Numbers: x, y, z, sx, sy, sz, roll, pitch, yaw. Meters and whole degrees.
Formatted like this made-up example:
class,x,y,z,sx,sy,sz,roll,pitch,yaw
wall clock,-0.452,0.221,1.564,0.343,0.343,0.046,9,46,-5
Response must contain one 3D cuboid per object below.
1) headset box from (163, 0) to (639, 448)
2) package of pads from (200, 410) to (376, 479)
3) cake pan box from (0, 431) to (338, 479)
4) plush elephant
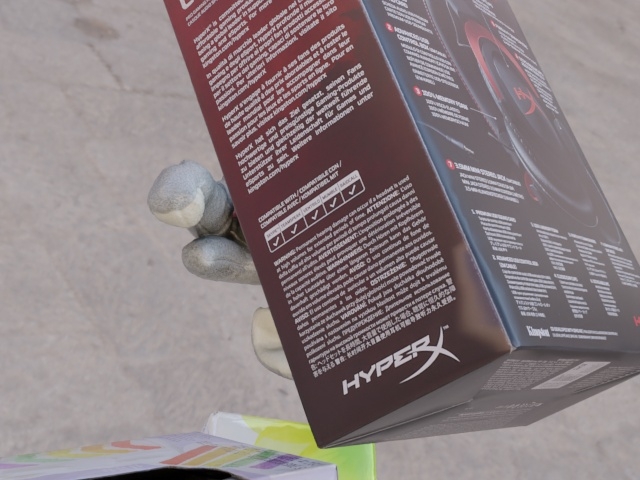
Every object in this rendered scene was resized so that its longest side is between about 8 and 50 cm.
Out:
class,x,y,z,sx,sy,sz,roll,pitch,yaw
headset box,0.051,-0.051,0.543,0.218,0.110,0.293,9,55,-54
package of pads,-0.046,0.359,1.209,0.229,0.101,0.296,11,50,-17
cake pan box,-0.148,0.196,0.736,0.246,0.070,0.267,-4,-2,-29
plush elephant,0.000,0.000,1.137,0.255,0.330,0.272,35,65,22
